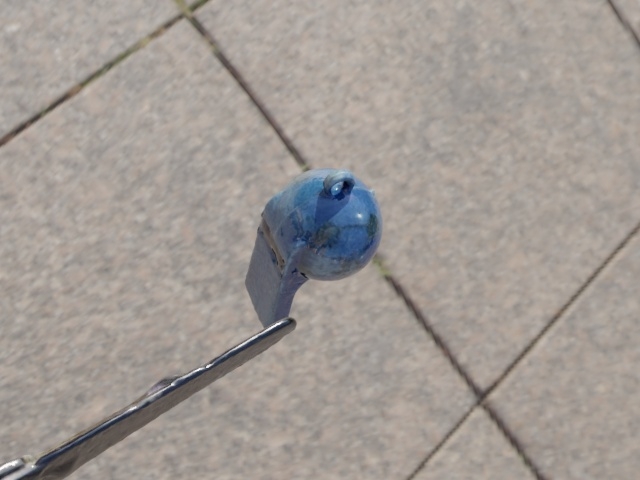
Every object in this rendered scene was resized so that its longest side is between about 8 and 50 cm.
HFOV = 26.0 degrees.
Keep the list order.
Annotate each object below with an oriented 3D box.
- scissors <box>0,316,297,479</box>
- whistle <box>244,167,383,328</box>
[{"bbox_3d":[-0.135,0.102,0.489,0.317,0.160,0.024,-29,66,-28],"label":"scissors"},{"bbox_3d":[0.000,0.000,1.018,0.090,0.158,0.090,6,52,-8],"label":"whistle"}]
